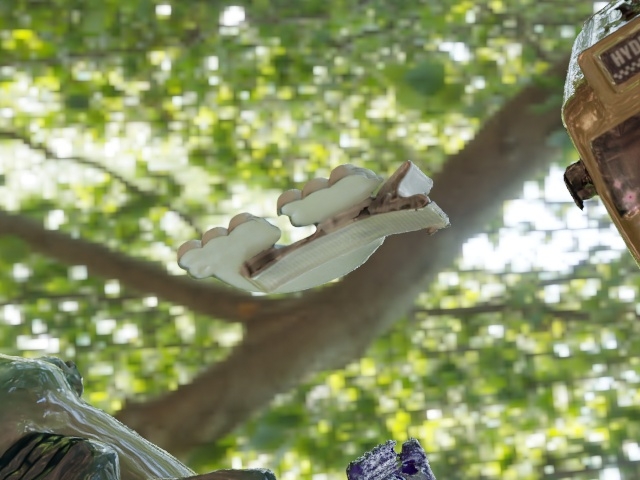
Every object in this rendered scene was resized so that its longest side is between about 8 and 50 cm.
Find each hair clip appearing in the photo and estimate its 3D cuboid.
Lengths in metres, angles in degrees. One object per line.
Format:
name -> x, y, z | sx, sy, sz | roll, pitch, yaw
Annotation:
hair clip -> 0.000, 0.000, 1.447 | 0.220, 0.140, 0.054 | -25, -121, 18

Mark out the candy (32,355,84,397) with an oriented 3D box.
candy -> -0.101, 0.140, 0.791 | 0.046, 0.053, 0.182 | -21, -88, 52

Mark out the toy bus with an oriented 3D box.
toy bus -> 0.206, -0.067, 0.875 | 0.157, 0.139, 0.289 | 55, 18, -7

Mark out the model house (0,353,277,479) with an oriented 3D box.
model house -> -0.135, 0.207, 0.651 | 0.284, 0.298, 0.243 | 32, -24, 21

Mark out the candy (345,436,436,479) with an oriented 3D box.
candy -> 0.115, 0.329, 1.684 | 0.070, 0.145, 0.275 | -31, -98, 30
